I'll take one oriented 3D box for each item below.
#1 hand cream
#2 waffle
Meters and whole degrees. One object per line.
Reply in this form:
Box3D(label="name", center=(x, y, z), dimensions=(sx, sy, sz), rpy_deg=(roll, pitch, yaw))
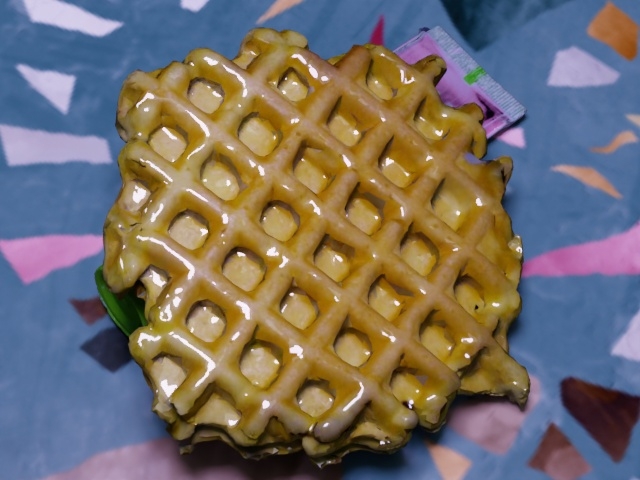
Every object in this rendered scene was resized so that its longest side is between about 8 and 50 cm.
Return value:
Box3D(label="hand cream", center=(-0.008, -0.036, 1.081), dimensions=(0.275, 0.050, 0.079), rpy_deg=(-34, 94, -23))
Box3D(label="waffle", center=(0.001, -0.001, 1.019), dimensions=(0.245, 0.052, 0.254), rpy_deg=(-3, 71, -19))
